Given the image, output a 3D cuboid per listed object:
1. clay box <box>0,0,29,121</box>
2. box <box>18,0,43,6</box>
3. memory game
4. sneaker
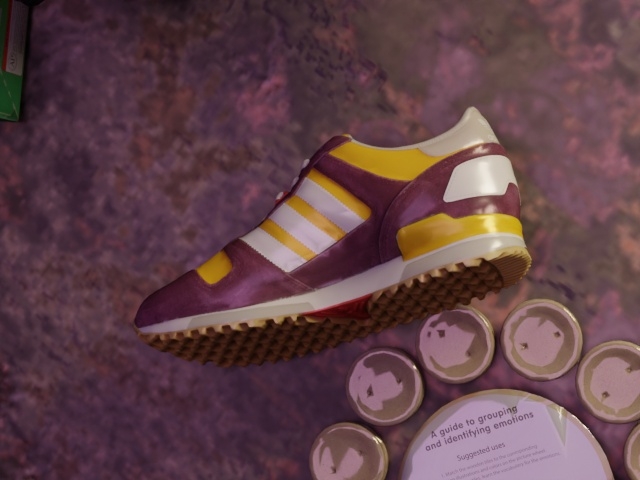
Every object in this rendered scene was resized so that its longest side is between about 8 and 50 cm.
[{"bbox_3d":[-0.258,-0.132,0.696,0.222,0.053,0.127,6,90,18],"label":"clay box"},{"bbox_3d":[-0.037,-0.426,0.476,0.471,0.297,0.480,-27,80,0],"label":"box"},{"bbox_3d":[0.082,0.117,0.604,0.186,0.012,0.186,-1,88,17],"label":"memory game"},{"bbox_3d":[0.000,0.000,0.611,0.185,0.069,0.084,-15,68,15],"label":"sneaker"}]
